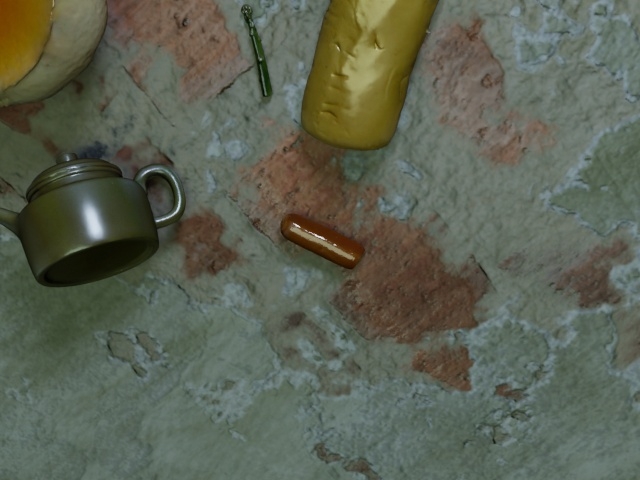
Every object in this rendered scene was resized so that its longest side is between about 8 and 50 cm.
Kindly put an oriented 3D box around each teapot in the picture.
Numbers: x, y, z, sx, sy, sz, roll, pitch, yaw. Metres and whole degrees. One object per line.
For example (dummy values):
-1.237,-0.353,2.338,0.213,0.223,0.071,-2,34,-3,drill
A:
-0.331,-0.048,1.125,0.267,0.185,0.175,-18,79,-14,teapot

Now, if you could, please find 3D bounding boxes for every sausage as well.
0.000,0.000,1.149,0.131,0.041,0.039,25,137,-1,sausage

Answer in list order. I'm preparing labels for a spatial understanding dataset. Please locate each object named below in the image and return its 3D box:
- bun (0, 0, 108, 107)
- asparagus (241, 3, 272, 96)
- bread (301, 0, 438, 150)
-0.394,-0.326,1.010,0.299,0.165,0.299,8,108,24,bun
-0.086,-0.260,1.065,0.018,0.015,0.127,-8,111,12,asparagus
0.064,-0.258,1.002,0.142,0.091,0.305,19,115,8,bread
